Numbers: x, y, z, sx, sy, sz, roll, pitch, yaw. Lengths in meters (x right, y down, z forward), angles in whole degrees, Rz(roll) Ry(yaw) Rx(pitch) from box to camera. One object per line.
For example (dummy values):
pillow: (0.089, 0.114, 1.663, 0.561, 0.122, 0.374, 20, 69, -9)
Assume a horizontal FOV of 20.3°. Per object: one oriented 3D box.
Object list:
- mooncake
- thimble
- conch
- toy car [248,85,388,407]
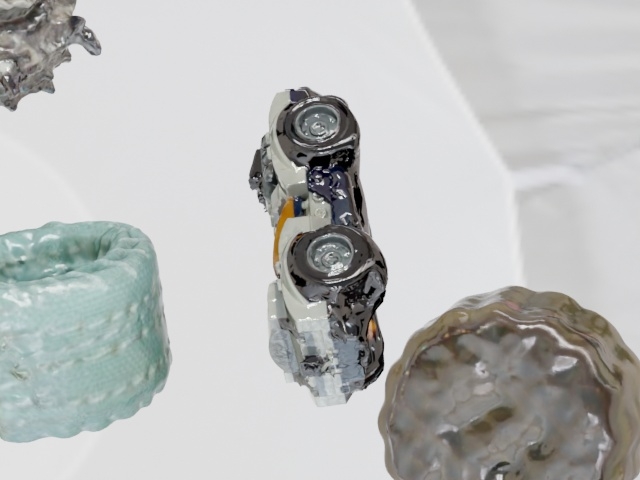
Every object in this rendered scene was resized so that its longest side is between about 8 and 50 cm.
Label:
mooncake: (0.207, 0.195, 1.915, 0.161, 0.290, 0.290, -19, -62, -71)
thimble: (-0.233, 0.076, 1.538, 0.235, 0.198, 0.143, -60, -36, -72)
conch: (-0.398, -0.263, 1.982, 0.186, 0.313, 0.241, 127, 143, -80)
toy car: (-0.002, -0.001, 1.671, 0.193, 0.118, 0.301, 77, -177, -55)
